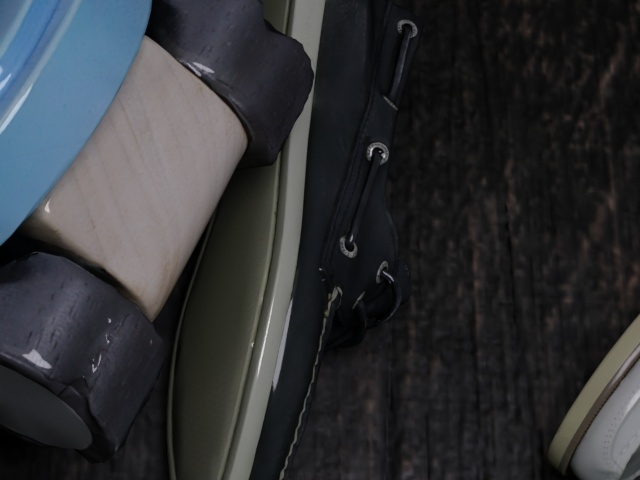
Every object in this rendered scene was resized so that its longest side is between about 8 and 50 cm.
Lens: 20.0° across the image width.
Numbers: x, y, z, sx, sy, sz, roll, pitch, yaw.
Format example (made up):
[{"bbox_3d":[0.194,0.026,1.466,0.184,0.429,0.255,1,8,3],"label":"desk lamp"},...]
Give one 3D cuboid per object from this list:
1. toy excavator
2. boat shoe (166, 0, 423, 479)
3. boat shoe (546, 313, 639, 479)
[{"bbox_3d":[-0.294,-0.103,0.891,0.445,0.433,0.222,42,61,-27],"label":"toy excavator"},{"bbox_3d":[-0.002,0.001,0.982,0.113,0.127,0.340,19,58,-24],"label":"boat shoe"},{"bbox_3d":[0.254,0.048,0.993,0.302,0.113,0.103,-38,69,-23],"label":"boat shoe"}]
